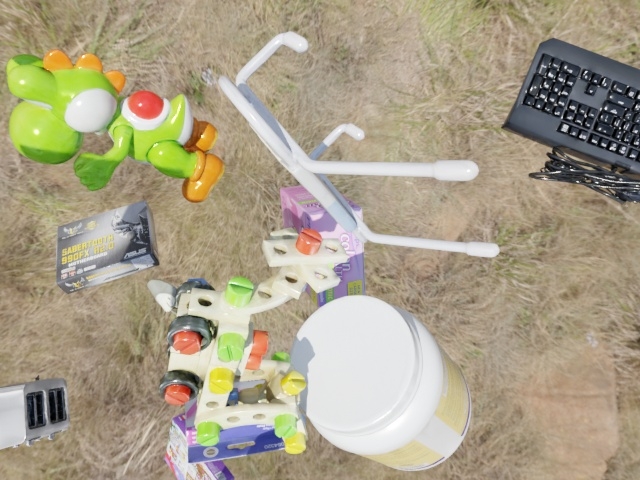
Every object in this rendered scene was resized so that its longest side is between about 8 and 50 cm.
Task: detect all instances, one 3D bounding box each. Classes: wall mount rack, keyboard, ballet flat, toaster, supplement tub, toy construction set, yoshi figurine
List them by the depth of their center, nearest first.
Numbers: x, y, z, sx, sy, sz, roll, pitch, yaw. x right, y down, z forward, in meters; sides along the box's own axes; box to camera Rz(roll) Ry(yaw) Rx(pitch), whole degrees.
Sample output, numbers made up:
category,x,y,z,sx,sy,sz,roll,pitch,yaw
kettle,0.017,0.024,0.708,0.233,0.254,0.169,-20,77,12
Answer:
category,x,y,z,sx,sy,sz,roll,pitch,yaw
keyboard,0.237,-0.073,0.377,0.192,0.038,0.100,19,105,-2
wall mount rack,0.047,-0.084,0.595,0.130,0.350,0.304,-42,59,5
toy construction set,-0.082,0.136,0.637,0.215,0.151,0.328,10,114,-14
supplement tub,0.111,0.250,0.870,0.241,0.241,0.331,-43,140,-1
yoshi figurine,-0.363,-0.178,0.881,0.362,0.203,0.203,21,82,-43
toaster,-0.797,0.465,1.397,0.110,0.168,0.186,-13,78,12
ballet flat,-0.416,0.191,1.476,0.213,0.068,0.072,38,119,-19

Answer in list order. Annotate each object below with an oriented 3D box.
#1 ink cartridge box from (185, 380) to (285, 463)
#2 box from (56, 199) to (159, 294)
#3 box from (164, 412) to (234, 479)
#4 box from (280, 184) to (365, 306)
category,x,y,z,sx,sy,sz,roll,pitch,yaw
ink cartridge box,-0.269,0.555,1.631,0.324,0.330,0.071,-4,108,-15
box,-0.522,0.012,1.242,0.231,0.183,0.056,-17,143,-5
box,-0.394,0.727,1.619,0.057,0.293,0.201,-10,127,-44
box,0.000,0.000,1.172,0.117,0.243,0.213,-11,113,-18
